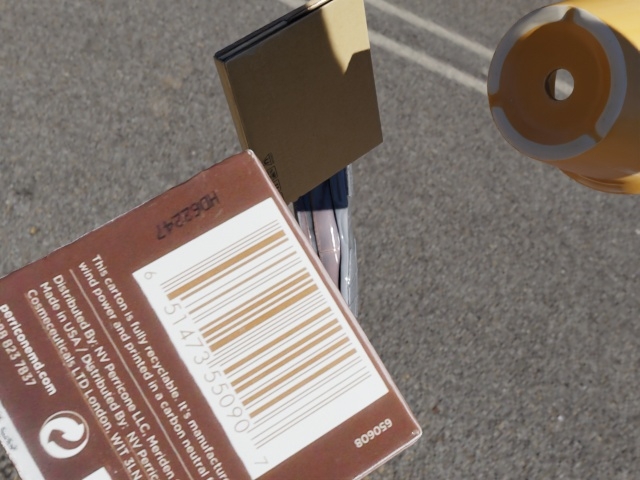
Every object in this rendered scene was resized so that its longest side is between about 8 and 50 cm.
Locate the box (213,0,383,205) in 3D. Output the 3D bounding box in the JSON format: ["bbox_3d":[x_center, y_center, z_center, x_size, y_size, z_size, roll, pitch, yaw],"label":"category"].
[{"bbox_3d":[-0.013,-0.139,0.863,0.164,0.201,0.021,-34,49,-19],"label":"box"}]

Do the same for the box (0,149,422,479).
[{"bbox_3d":[-0.077,0.082,0.479,0.167,0.203,0.168,-31,85,-15],"label":"box"}]

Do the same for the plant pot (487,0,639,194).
[{"bbox_3d":[0.253,-0.138,0.763,0.188,0.205,0.205,-10,53,-45],"label":"plant pot"}]

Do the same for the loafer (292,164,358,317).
[{"bbox_3d":[0.000,0.000,1.190,0.095,0.303,0.109,-1,11,10],"label":"loafer"}]
